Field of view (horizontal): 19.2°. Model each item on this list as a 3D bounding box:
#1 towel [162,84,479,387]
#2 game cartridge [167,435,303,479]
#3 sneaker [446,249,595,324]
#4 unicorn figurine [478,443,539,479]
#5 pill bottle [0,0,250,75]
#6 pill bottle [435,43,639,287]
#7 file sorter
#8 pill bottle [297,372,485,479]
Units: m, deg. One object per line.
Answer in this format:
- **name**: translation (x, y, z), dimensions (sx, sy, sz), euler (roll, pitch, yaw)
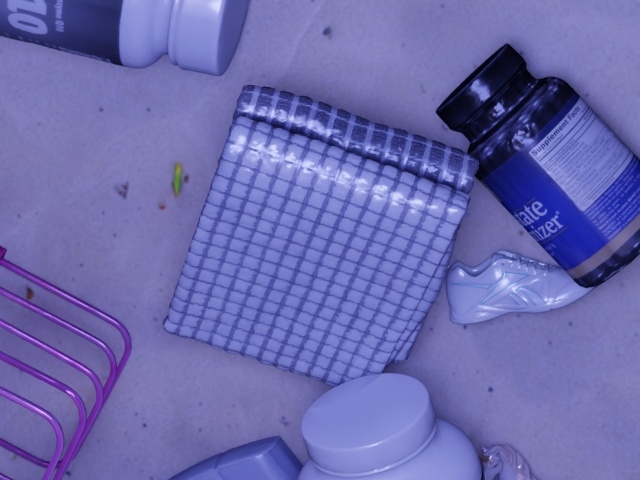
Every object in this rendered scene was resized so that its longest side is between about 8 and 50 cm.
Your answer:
- **towel**: translation (0.000, 0.000, 1.764), dimensions (0.235, 0.121, 0.284), euler (18, 135, -3)
- **game cartridge**: translation (-0.116, 0.338, 1.950), dimensions (0.294, 0.060, 0.196), euler (-37, 93, 16)
- **sneaker**: translation (0.193, 0.039, 1.816), dimensions (0.152, 0.054, 0.061), euler (-11, 100, 13)
- **unicorn figurine**: translation (0.207, 0.262, 1.877), dimensions (0.161, 0.060, 0.111), euler (10, 107, -10)
- **pill bottle**: translation (-0.213, -0.251, 1.747), dimensions (0.283, 0.161, 0.161), euler (14, 107, 6)
- **pill bottle**: translation (0.214, -0.072, 1.745), dimensions (0.123, 0.123, 0.219), euler (-43, 93, 17)
- **file sorter**: translation (-0.316, 0.166, 1.813), dimensions (0.182, 0.291, 0.202), euler (27, 108, -2)
- **pill bottle**: translation (0.084, 0.295, 1.806), dimensions (0.181, 0.181, 0.323), euler (-12, 116, 12)
